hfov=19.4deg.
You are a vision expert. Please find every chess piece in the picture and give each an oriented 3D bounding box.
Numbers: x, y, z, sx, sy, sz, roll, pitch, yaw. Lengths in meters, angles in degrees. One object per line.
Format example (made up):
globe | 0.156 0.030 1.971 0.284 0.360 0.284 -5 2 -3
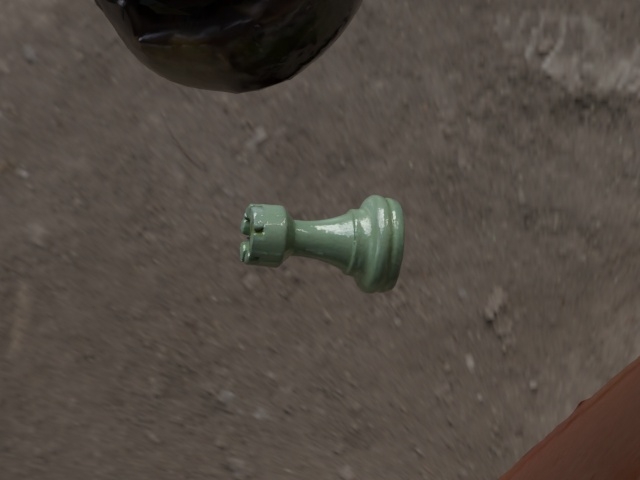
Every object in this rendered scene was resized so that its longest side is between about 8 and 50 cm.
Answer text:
chess piece | 0.000 0.000 1.253 0.103 0.067 0.067 4 79 -16

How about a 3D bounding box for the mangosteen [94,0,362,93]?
mangosteen | -0.037 -0.160 0.499 0.210 0.210 0.209 -1 79 7

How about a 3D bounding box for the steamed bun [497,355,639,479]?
steamed bun | 0.199 0.224 1.006 0.248 0.235 0.379 38 129 -2
